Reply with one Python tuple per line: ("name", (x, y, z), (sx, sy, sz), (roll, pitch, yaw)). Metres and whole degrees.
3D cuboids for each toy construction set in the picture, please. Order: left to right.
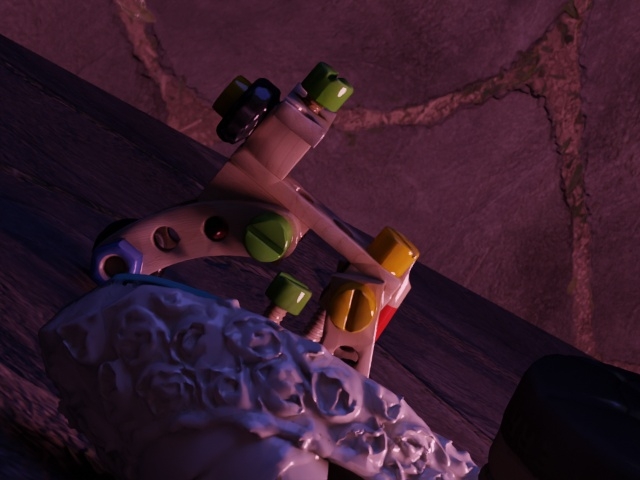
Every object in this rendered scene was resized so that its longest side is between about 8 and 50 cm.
("toy construction set", (0.000, 0.000, 1.544), (0.257, 0.237, 0.309), (37, 8, 24))

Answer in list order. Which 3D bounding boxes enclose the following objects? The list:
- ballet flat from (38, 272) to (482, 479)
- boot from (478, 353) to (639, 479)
("ballet flat", (0.023, 0.163, 1.082), (0.409, 0.147, 0.147), (31, 8, -14))
("boot", (0.136, 0.223, 0.545), (0.377, 0.284, 0.138), (28, 8, -28))
